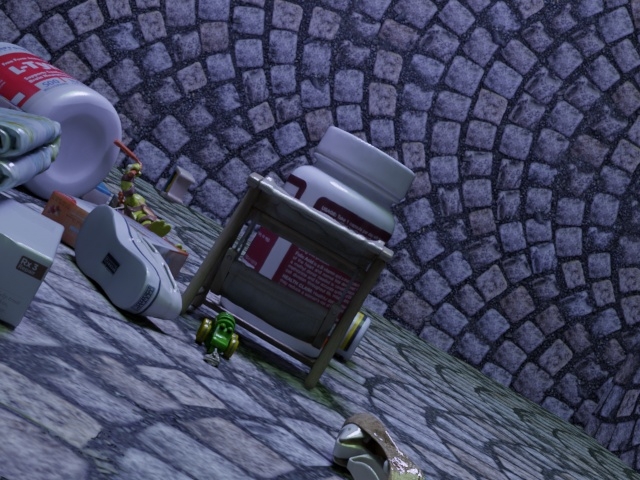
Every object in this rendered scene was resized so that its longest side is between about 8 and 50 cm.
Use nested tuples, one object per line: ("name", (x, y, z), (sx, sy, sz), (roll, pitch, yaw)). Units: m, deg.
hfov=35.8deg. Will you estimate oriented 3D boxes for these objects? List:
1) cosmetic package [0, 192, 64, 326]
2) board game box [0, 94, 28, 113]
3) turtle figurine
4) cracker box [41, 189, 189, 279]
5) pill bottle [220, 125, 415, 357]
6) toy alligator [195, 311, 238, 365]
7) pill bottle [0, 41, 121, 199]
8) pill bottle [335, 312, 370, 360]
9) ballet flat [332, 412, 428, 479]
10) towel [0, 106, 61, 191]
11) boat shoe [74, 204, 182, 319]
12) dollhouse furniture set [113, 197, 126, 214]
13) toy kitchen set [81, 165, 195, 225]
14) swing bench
("cosmetic package", (-0.348, 0.009, 1.063), (0.117, 0.085, 0.231), (29, 4, -13))
("board game box", (-0.601, -0.197, 1.786), (0.201, 0.136, 0.035), (31, 1, 36))
("turtle figurine", (-0.345, -0.047, 1.914), (0.217, 0.087, 0.269), (46, -26, 51))
("cracker box", (-0.342, -0.002, 1.658), (0.156, 0.067, 0.232), (30, 2, 20))
("pill bottle", (0.000, 0.000, 1.860), (0.224, 0.392, 0.224), (30, 2, -1))
("toy alligator", (-0.140, 0.133, 1.401), (0.056, 0.051, 0.190), (29, 2, -8))
("pill bottle", (-0.598, -0.256, 1.965), (0.408, 0.229, 0.229), (31, 2, 35))
("pill bottle", (0.003, 0.162, 2.049), (0.184, 0.103, 0.103), (31, 2, 5))
("ballet flat", (0.054, 0.250, 1.147), (0.067, 0.073, 0.206), (13, 6, -26))
("towel", (-0.490, -0.130, 1.175), (0.320, 0.090, 0.374), (12, 7, -10))
("boat shoe", (-0.272, 0.033, 1.422), (0.088, 0.096, 0.267), (34, 0, -39))
("dollhouse furniture set", (-0.444, -0.045, 2.114), (0.081, 0.091, 0.114), (-13, -8, -21))
("toy kitchen set", (-0.420, -0.129, 2.252), (0.207, 0.166, 0.122), (29, 2, -27))
("swing bench", (-0.053, 0.060, 1.592), (0.253, 0.254, 0.165), (30, 2, 2))
